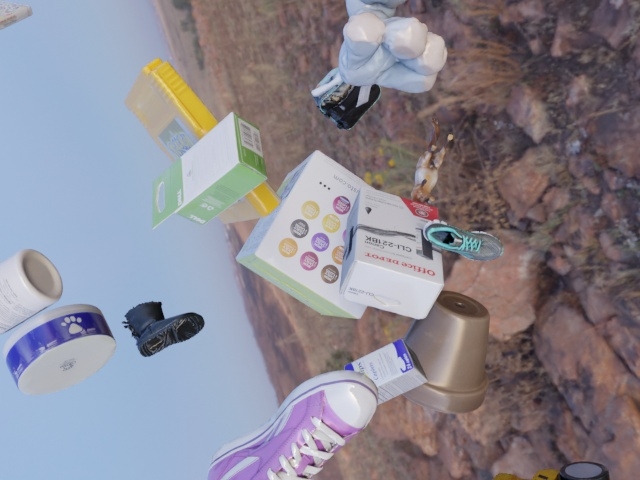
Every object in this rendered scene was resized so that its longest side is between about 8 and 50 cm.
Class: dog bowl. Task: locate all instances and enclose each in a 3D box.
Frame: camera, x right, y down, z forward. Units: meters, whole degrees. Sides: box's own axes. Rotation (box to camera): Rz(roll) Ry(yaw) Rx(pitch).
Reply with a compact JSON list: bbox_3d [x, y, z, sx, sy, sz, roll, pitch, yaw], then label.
[{"bbox_3d":[-0.683,0.289,1.652,0.104,0.264,0.265,54,165,24],"label":"dog bowl"}]

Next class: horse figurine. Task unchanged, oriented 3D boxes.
[{"bbox_3d":[0.272,-0.172,1.600,0.174,0.066,0.263,114,172,-76],"label":"horse figurine"}]

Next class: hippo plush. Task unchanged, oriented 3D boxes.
[{"bbox_3d":[0.140,-0.444,1.307,0.294,0.234,0.237,139,140,-69],"label":"hippo plush"}]

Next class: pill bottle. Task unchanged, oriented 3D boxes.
[{"bbox_3d":[-0.676,0.125,1.323,0.131,0.229,0.131,58,-170,-16],"label":"pill bottle"}]

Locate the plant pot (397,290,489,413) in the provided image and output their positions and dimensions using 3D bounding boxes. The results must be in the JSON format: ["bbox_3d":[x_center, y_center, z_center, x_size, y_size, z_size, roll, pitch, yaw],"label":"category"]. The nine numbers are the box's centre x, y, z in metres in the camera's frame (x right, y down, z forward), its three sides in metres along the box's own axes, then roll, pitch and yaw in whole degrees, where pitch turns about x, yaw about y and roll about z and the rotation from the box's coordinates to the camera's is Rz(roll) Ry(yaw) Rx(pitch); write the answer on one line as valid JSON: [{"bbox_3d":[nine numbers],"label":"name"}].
[{"bbox_3d":[0.313,0.255,1.545,0.263,0.263,0.229,-124,45,-62],"label":"plant pot"}]

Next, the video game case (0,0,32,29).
[{"bbox_3d":[-0.808,-0.499,1.407,0.206,0.226,0.026,-57,-24,-45],"label":"video game case"}]

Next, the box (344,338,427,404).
[{"bbox_3d":[0.137,0.278,1.305,0.126,0.137,0.072,48,-164,-57],"label":"box"}]

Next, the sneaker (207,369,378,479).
[{"bbox_3d":[-0.034,0.290,0.782,0.102,0.282,0.161,42,-161,-19],"label":"sneaker"}]

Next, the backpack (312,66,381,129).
[{"bbox_3d":[0.088,-0.471,1.989,0.166,0.188,0.144,34,-153,-38],"label":"backpack"}]

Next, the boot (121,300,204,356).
[{"bbox_3d":[-0.262,0.134,1.037,0.099,0.121,0.045,45,158,50],"label":"boot"}]

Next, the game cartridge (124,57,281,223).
[{"bbox_3d":[-0.234,-0.171,1.181,0.324,0.053,0.285,50,161,-15],"label":"game cartridge"}]

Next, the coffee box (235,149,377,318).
[{"bbox_3d":[0.000,0.000,1.801,0.337,0.334,0.338,33,167,-12],"label":"coffee box"}]

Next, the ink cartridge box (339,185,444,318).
[{"bbox_3d":[0.158,0.022,1.394,0.273,0.197,0.114,-81,9,-49],"label":"ink cartridge box"}]

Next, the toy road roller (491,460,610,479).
[{"bbox_3d":[0.434,0.581,1.243,0.240,0.329,0.203,-8,93,40],"label":"toy road roller"}]

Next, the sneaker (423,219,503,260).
[{"bbox_3d":[0.285,0.005,1.271,0.076,0.166,0.065,-18,-59,-72],"label":"sneaker"}]

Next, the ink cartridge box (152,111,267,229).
[{"bbox_3d":[-0.184,-0.099,1.009,0.062,0.209,0.109,27,-140,-43],"label":"ink cartridge box"}]
